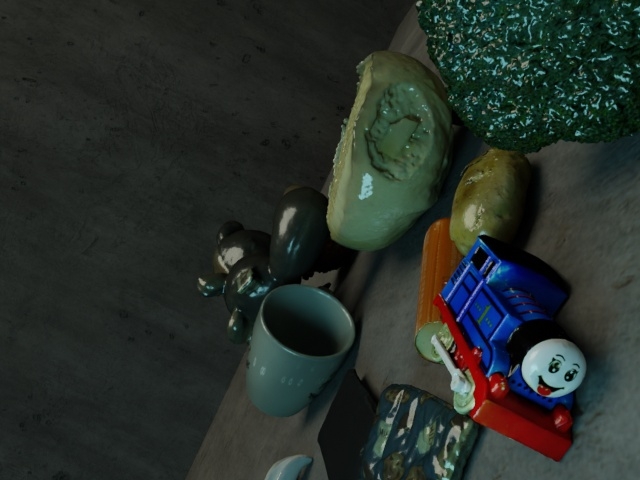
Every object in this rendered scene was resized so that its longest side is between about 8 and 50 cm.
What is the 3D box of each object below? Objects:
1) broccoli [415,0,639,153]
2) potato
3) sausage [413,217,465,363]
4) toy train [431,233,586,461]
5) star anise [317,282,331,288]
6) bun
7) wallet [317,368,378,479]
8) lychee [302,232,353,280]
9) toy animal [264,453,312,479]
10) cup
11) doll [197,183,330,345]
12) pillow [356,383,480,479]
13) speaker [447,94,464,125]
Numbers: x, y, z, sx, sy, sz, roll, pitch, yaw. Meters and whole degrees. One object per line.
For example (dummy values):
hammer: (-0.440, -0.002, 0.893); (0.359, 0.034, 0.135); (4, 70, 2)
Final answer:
broccoli: (0.241, -0.220, 0.549); (0.297, 0.297, 0.297); (-5, -46, -49)
potato: (0.206, -0.050, 0.714); (0.107, 0.080, 0.170); (110, 180, -56)
sausage: (0.160, 0.044, 0.731); (0.071, 0.071, 0.234); (-57, 9, 39)
toy train: (0.165, 0.084, 0.518); (0.131, 0.083, 0.204); (-59, 9, 15)
star anise: (-0.062, 0.218, 1.532); (0.271, 0.103, 0.272); (-60, 11, 20)
bun: (0.134, -0.153, 1.074); (0.364, 0.202, 0.364); (-167, 90, -84)
wallet: (0.044, 0.287, 0.841); (0.285, 0.030, 0.146); (-149, 81, -81)
lychee: (0.000, 0.000, 1.544); (0.238, 0.200, 0.200); (-64, 7, -24)
toy animal: (-0.109, 0.447, 0.990); (0.103, 0.131, 0.220); (104, -172, -49)
cup: (-0.043, 0.211, 1.185); (0.258, 0.186, 0.234); (-57, -9, -51)
doll: (-0.096, 0.038, 1.356); (0.379, 0.252, 0.382); (-42, 26, 11)
pillow: (0.071, 0.281, 0.614); (0.255, 0.034, 0.189); (-67, 14, -11)
speaker: (0.275, -0.261, 1.109); (0.094, 0.060, 0.075); (-19, -30, -45)
